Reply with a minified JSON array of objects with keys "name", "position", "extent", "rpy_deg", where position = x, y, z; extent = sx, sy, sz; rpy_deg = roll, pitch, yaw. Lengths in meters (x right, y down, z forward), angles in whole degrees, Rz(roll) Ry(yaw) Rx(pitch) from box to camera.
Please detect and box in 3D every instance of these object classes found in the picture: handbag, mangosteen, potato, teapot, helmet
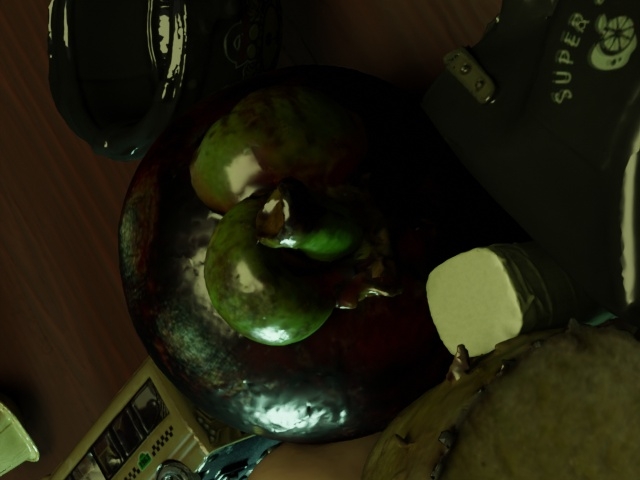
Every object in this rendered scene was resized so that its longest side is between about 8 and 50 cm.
[{"name":"handbag","position":[0.220,-0.141,1.081],"extent":[0.288,0.152,0.342],"rpy_deg":[38,106,42]},{"name":"mangosteen","position":[0.000,0.000,1.207],"extent":[0.306,0.306,0.359],"rpy_deg":[60,158,10]},{"name":"potato","position":[0.121,0.214,1.111],"extent":[0.301,0.288,0.237],"rpy_deg":[43,160,-19]},{"name":"teapot","position":[0.161,0.023,1.165],"extent":[0.077,0.200,0.107],"rpy_deg":[-29,76,36]},{"name":"helmet","position":[-0.130,-0.188,1.375],"extent":[0.279,0.160,0.230],"rpy_deg":[1,95,60]}]

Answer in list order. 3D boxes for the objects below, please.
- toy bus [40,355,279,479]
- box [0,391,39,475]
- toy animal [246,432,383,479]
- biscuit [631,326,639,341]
[{"name":"toy bus","position":[-0.166,0.230,1.544],"extent":[0.157,0.139,0.289],"rpy_deg":[54,129,19]},{"name":"box","position":[-0.399,0.214,1.769],"extent":[0.177,0.111,0.111],"rpy_deg":[7,107,43]},{"name":"toy animal","position":[0.053,0.314,1.312],"extent":[0.326,0.269,0.237],"rpy_deg":[39,159,-23]},{"name":"biscuit","position":[0.346,0.169,1.117],"extent":[0.332,0.103,0.332],"rpy_deg":[14,111,38]}]
